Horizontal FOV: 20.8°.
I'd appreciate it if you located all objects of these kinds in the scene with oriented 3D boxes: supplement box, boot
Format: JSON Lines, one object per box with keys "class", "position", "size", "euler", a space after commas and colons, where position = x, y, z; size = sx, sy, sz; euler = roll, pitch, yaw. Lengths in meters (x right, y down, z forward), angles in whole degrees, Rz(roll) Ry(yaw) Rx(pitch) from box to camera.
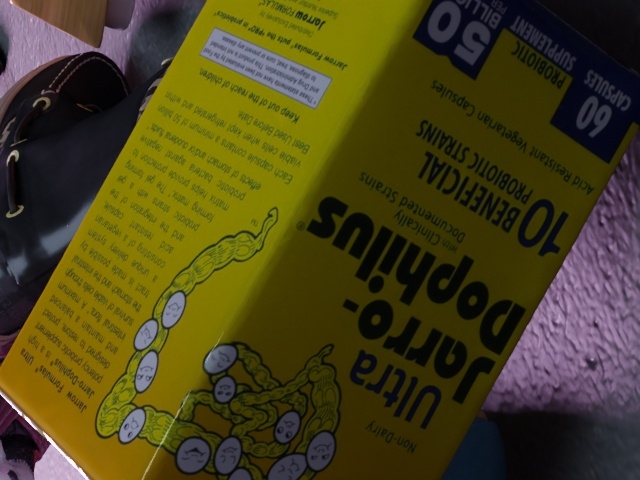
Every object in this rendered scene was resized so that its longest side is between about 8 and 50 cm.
{"class": "supplement box", "position": [0.000, 0.000, 1.042], "size": [0.195, 0.194, 0.356], "euler": [30, 91, 53]}
{"class": "boot", "position": [-0.157, -0.082, 1.440], "size": [0.284, 0.377, 0.138], "euler": [-26, 112, 27]}

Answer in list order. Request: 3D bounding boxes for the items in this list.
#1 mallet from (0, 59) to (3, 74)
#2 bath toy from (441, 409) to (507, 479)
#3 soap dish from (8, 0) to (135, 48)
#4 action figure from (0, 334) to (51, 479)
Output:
{"class": "mallet", "position": [-0.392, -0.147, 1.943], "size": [0.062, 0.039, 0.190], "euler": [58, 142, 35]}
{"class": "bath toy", "position": [-0.013, 0.185, 1.251], "size": [0.348, 0.151, 0.129], "euler": [-8, 81, 61]}
{"class": "soap dish", "position": [-0.223, -0.342, 1.532], "size": [0.229, 0.118, 0.291], "euler": [-129, 47, -58]}
{"class": "action figure", "position": [-0.328, 0.107, 1.661], "size": [0.275, 0.248, 0.370], "euler": [-25, 69, 57]}
